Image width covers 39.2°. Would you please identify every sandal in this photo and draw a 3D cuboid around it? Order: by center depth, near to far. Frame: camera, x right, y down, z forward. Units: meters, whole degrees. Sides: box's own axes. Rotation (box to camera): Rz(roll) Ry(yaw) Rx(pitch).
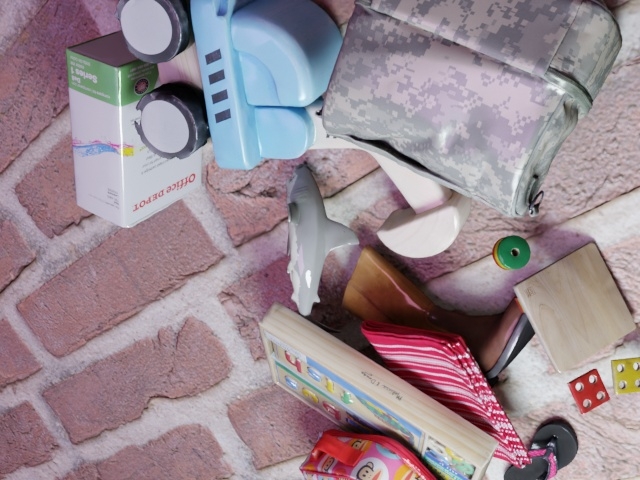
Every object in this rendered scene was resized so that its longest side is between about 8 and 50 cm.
[{"bbox_3d":[0.341,0.349,1.401,0.067,0.040,0.179,38,130,13],"label":"sandal"}]

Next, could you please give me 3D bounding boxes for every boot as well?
[{"bbox_3d":[0.178,0.097,1.367,0.280,0.096,0.264,42,144,16],"label":"boot"}]

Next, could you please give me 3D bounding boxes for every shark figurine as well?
[{"bbox_3d":[0.001,0.026,1.384,0.116,0.166,0.278,-2,99,-2],"label":"shark figurine"}]

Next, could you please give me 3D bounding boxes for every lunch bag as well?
[{"bbox_3d":[0.167,-0.193,1.074,0.305,0.212,0.256,28,98,19],"label":"lunch bag"},{"bbox_3d":[0.087,0.411,1.485,0.258,0.120,0.293,46,157,-12],"label":"lunch bag"}]

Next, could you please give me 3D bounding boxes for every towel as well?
[{"bbox_3d":[0.185,0.229,1.346,0.199,0.031,0.274,5,135,51],"label":"towel"}]

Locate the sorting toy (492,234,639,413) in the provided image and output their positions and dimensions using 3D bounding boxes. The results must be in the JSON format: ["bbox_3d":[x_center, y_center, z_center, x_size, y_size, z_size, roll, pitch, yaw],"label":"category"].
[{"bbox_3d":[0.342,0.099,1.220,0.274,0.132,0.046,62,166,-1],"label":"sorting toy"}]

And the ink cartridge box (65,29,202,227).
[{"bbox_3d":[-0.294,-0.191,1.456,0.117,0.201,0.278,23,126,25],"label":"ink cartridge box"}]

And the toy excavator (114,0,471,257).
[{"bbox_3d":[-0.021,-0.190,1.278,0.445,0.222,0.432,5,118,24],"label":"toy excavator"}]

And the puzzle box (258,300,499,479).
[{"bbox_3d":[0.084,0.273,1.457,0.409,0.052,0.272,31,157,19],"label":"puzzle box"}]
